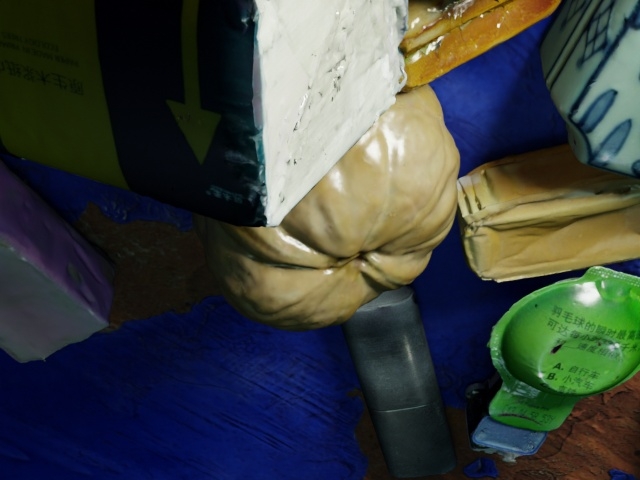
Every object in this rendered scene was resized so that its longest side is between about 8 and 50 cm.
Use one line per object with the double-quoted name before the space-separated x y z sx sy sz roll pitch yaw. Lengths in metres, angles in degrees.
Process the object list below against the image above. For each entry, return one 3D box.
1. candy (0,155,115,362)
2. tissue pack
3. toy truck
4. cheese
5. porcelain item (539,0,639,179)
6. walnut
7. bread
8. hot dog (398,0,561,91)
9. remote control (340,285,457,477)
"candy" -0.380 0.022 1.372 0.155 0.116 0.265 -26 131 19
"tissue pack" -0.157 -0.202 0.949 0.416 0.264 0.253 15 132 22
"toy truck" 0.291 0.206 1.557 0.114 0.098 0.227 19 131 -18
"cheese" 0.289 0.153 1.408 0.203 0.083 0.320 15 128 -14
"porcelain item" 0.387 -0.188 1.140 0.285 0.157 0.281 15 131 -15
"walnut" 0.003 -0.061 1.183 0.285 0.285 0.296 24 122 -22
"bread" 0.276 -0.038 1.317 0.241 0.107 0.136 -11 136 11
"hot dog" 0.137 -0.222 1.087 0.250 0.076 0.104 -30 149 -21
"remote control" 0.111 0.206 1.595 0.107 0.044 0.378 -7 133 13
